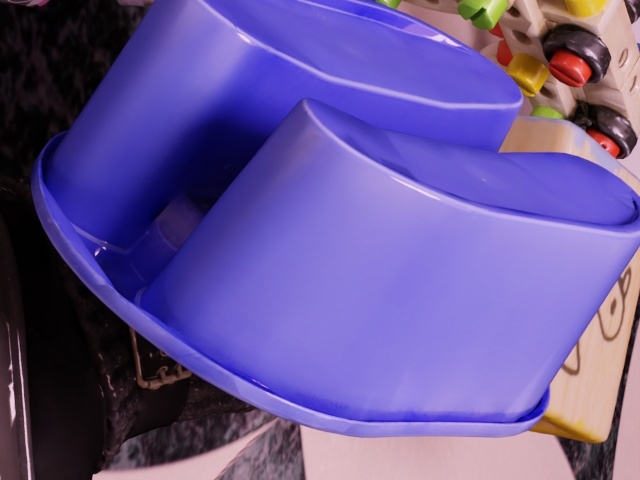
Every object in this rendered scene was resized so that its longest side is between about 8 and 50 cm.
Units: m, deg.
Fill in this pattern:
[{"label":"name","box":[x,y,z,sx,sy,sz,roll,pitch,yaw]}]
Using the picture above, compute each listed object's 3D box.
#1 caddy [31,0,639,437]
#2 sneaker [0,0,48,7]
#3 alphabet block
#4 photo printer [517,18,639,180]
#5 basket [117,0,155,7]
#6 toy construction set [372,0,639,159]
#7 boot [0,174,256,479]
[{"label":"caddy","box":[0.010,-0.005,0.979,0.341,0.241,0.179,7,124,-49]},{"label":"sneaker","box":[-0.170,-0.213,0.991,0.077,0.072,0.178,14,76,-46]},{"label":"alphabet block","box":[0.113,0.024,1.360,0.192,0.193,0.197,27,73,-55]},{"label":"photo printer","box":[0.289,-0.107,1.563,0.307,0.256,0.107,-57,160,-34]},{"label":"basket","box":[-0.056,-0.200,1.074,0.167,0.103,0.113,-65,154,-74]},{"label":"toy construction set","box":[0.143,-0.166,1.368,0.327,0.215,0.151,31,82,-59]},{"label":"boot","box":[-0.133,0.117,1.039,0.260,0.131,0.348,-7,102,-57]}]
